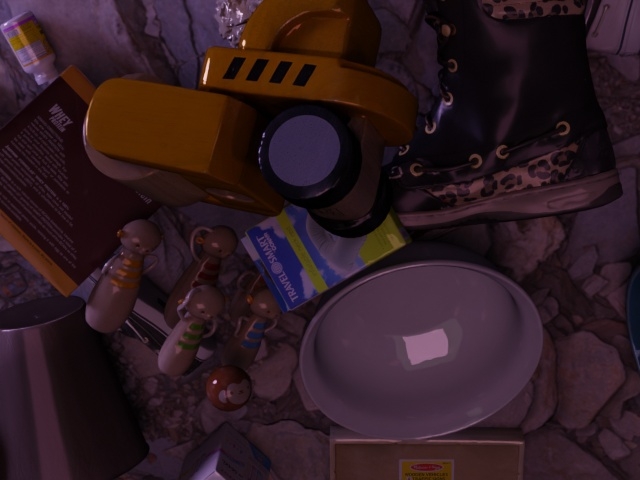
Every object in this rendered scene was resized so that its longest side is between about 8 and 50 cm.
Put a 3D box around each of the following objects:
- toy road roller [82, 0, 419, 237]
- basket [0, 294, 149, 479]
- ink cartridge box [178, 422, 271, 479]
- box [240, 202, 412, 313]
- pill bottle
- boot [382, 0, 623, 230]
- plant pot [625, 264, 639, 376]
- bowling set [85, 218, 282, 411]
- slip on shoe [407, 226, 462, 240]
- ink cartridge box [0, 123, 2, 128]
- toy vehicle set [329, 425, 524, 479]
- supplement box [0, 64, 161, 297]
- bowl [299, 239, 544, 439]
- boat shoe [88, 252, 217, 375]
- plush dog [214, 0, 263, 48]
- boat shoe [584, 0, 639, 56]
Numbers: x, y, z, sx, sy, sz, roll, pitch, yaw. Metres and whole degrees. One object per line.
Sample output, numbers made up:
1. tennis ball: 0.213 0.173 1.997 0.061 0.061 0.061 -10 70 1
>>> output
1. toy road roller: -0.060 -0.149 1.176 0.330 0.202 0.240 9 81 18
2. basket: -0.345 0.198 1.465 0.204 0.154 0.226 -15 106 -21
3. ink cartridge box: -0.133 0.334 1.509 0.090 0.143 0.092 -42 104 16
4. box: 0.000 0.000 1.273 0.178 0.042 0.109 -31 86 16
5. pill bottle: -0.349 -0.232 1.355 0.043 0.043 0.083 -23 109 11
6. boot: 0.148 -0.160 1.302 0.378 0.138 0.284 -4 99 15
7. plant pot: 0.548 0.118 1.351 0.255 0.271 0.271 -18 110 -7
8. bowling set: -0.110 0.086 1.329 0.200 0.287 0.154 47 121 32
9. slip on shoe: 0.161 -0.030 1.414 0.135 0.041 0.051 -28 69 7
10. ink cartridge box: -0.474 -0.135 1.390 0.135 0.056 0.099 -16 109 8
11. toy vehicle set: 0.146 0.340 1.557 0.267 0.035 0.165 1 111 2
12. supplement box: -0.304 -0.070 1.332 0.194 0.129 0.191 -46 104 -11
13. bowl: 0.116 0.102 1.397 0.298 0.134 0.297 -3 127 -5
14. boat shoe: -0.237 0.097 1.458 0.219 0.078 0.070 42 106 -15
15. plush dog: -0.048 -0.361 1.235 0.262 0.210 0.225 -29 80 11
16. boat shoe: 0.341 -0.319 1.273 0.076 0.083 0.226 3 112 0
